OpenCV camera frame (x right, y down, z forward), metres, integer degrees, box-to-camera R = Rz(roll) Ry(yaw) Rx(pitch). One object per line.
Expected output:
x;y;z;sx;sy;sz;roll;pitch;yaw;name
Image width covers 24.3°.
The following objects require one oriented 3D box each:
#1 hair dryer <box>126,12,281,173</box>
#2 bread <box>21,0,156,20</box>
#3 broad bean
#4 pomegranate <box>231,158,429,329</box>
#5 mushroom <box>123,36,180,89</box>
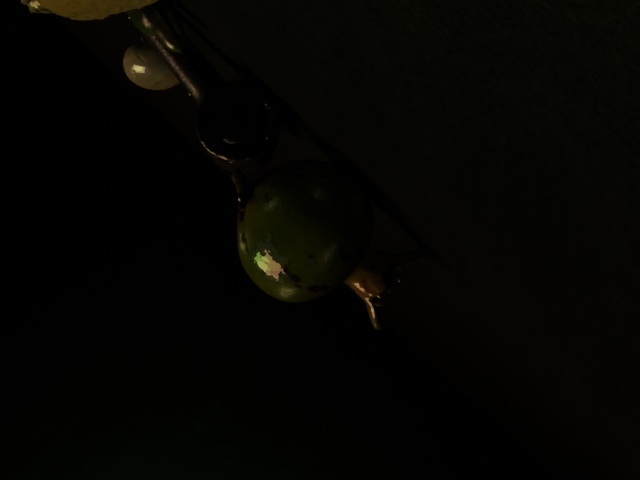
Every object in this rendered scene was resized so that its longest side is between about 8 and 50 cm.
-0.134;-0.184;1.609;0.251;0.089;0.197;53;179;1;hair dryer
-0.129;-0.217;0.945;0.110;0.156;0.103;8;171;19;bread
-0.206;-0.263;1.547;0.195;0.061;0.046;31;-165;18;broad bean
0.006;-0.002;1.580;0.220;0.156;0.156;20;-168;-36;pomegranate
-0.201;-0.229;1.832;0.085;0.085;0.079;50;-145;-61;mushroom
